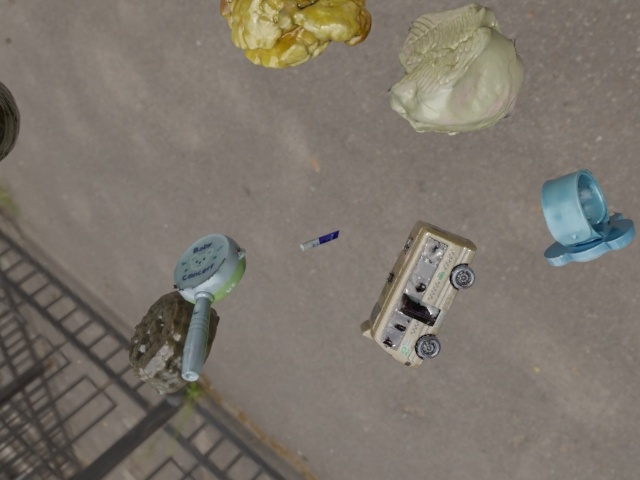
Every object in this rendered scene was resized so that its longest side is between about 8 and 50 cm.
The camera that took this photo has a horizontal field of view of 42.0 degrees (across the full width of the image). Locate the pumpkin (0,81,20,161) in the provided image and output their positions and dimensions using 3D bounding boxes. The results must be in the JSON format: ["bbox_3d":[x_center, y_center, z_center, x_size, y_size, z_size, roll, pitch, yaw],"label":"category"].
[{"bbox_3d":[-0.513,-0.184,1.118,0.223,0.157,0.223,54,-174,-8],"label":"pumpkin"}]

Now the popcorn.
[{"bbox_3d":[-0.058,-0.456,1.608,0.332,0.265,0.225,37,-176,28],"label":"popcorn"}]

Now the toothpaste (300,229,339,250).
[{"bbox_3d":[0.000,0.000,1.581,0.015,0.083,0.024,53,148,31],"label":"toothpaste"}]

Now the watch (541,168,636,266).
[{"bbox_3d":[0.580,-0.062,1.871,0.211,0.211,0.193,-10,114,55],"label":"watch"}]

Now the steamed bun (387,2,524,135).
[{"bbox_3d":[0.285,-0.330,1.692,0.275,0.320,0.206,-15,135,40],"label":"steamed bun"}]

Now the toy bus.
[{"bbox_3d":[0.206,0.111,1.742,0.157,0.289,0.139,24,-170,-4],"label":"toy bus"}]

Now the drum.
[{"bbox_3d":[-0.189,0.097,1.240,0.130,0.253,0.049,-10,136,35],"label":"drum"}]

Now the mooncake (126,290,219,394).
[{"bbox_3d":[-0.337,0.225,1.873,0.124,0.228,0.228,39,156,-28],"label":"mooncake"}]
